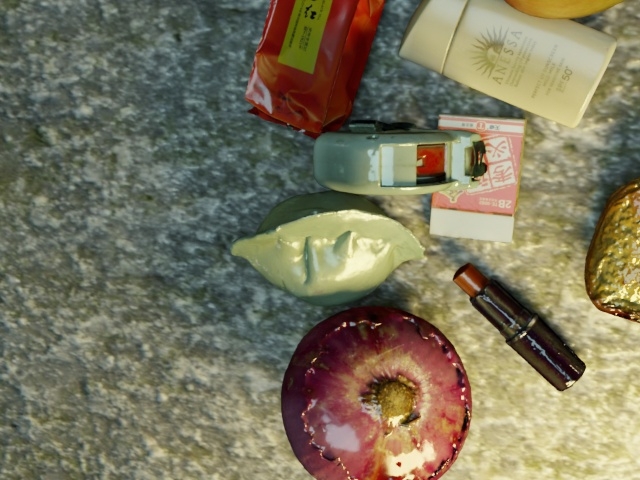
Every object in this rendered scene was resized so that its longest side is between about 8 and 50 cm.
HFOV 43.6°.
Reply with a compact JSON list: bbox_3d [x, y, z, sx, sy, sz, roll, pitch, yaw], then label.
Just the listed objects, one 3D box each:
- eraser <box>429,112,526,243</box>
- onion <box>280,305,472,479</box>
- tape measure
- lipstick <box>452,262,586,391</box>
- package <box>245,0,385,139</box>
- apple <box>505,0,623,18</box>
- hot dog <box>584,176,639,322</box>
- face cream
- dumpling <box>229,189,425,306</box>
[{"bbox_3d":[0.290,-0.116,1.489,0.157,0.038,0.230,7,103,16],"label":"eraser"},{"bbox_3d":[0.106,0.296,1.515,0.358,0.345,0.358,0,93,5],"label":"onion"},{"bbox_3d":[0.129,-0.150,1.415,0.243,0.246,0.125,8,101,43],"label":"tape measure"},{"bbox_3d":[0.369,0.157,1.502,0.299,0.081,0.081,45,110,3],"label":"lipstick"},{"bbox_3d":[0.002,-0.401,1.453,0.196,0.123,0.423,22,109,21],"label":"package"},{"bbox_3d":[0.396,-0.511,1.220,0.305,0.338,0.338,-8,99,20],"label":"apple"},{"bbox_3d":[0.566,0.008,1.398,0.175,0.114,0.259,18,104,17],"label":"hot dog"},{"bbox_3d":[0.320,-0.337,1.405,0.349,0.081,0.173,25,125,10],"label":"face cream"},{"bbox_3d":[-0.001,-0.002,1.525,0.321,0.211,0.270,-32,128,7],"label":"dumpling"}]
